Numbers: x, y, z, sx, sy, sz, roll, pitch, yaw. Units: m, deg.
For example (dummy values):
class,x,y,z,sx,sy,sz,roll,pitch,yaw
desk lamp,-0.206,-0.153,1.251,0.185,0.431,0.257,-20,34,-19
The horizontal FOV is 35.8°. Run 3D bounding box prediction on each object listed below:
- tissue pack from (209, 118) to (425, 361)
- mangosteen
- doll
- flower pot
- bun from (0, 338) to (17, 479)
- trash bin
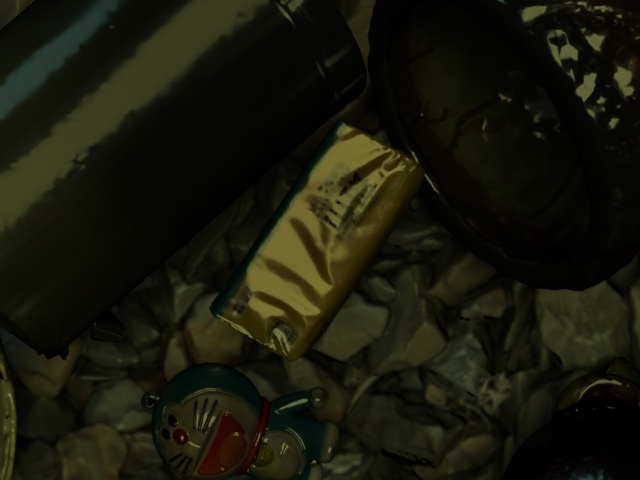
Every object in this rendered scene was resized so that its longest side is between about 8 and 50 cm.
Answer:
class,x,y,z,sx,sy,sz,roll,pitch,yaw
tissue pack,0.000,0.000,0.740,0.082,0.120,0.169,34,91,0
mangosteen,0.234,0.188,0.734,0.194,0.194,0.230,26,57,-2
doll,-0.064,0.144,0.750,0.152,0.085,0.114,24,101,-13
flower pot,0.212,-0.134,0.726,0.267,0.266,0.267,-31,88,-18
bun,-0.391,0.131,0.646,0.364,0.202,0.364,-9,106,-32
trash bin,-0.144,-0.089,0.705,0.301,0.203,0.252,-42,124,-7
